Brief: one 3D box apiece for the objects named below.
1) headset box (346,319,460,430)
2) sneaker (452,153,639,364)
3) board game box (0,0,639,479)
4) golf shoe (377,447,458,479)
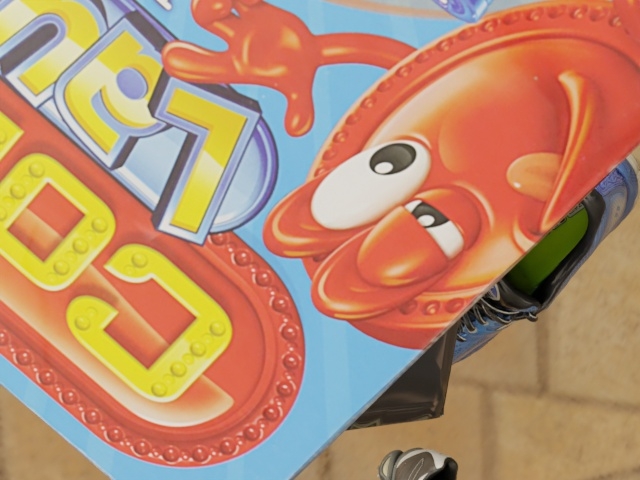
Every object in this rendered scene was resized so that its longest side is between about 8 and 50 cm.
[{"bbox_3d":[0.000,0.000,1.285,0.283,0.131,0.246,26,112,50],"label":"headset box"},{"bbox_3d":[0.159,0.027,1.467,0.130,0.147,0.330,45,120,2],"label":"sneaker"},{"bbox_3d":[-0.033,-0.138,0.333,0.308,0.086,0.302,41,108,-6],"label":"board game box"},{"bbox_3d":[0.095,0.290,1.414,0.094,0.077,0.198,-20,69,53],"label":"golf shoe"}]
